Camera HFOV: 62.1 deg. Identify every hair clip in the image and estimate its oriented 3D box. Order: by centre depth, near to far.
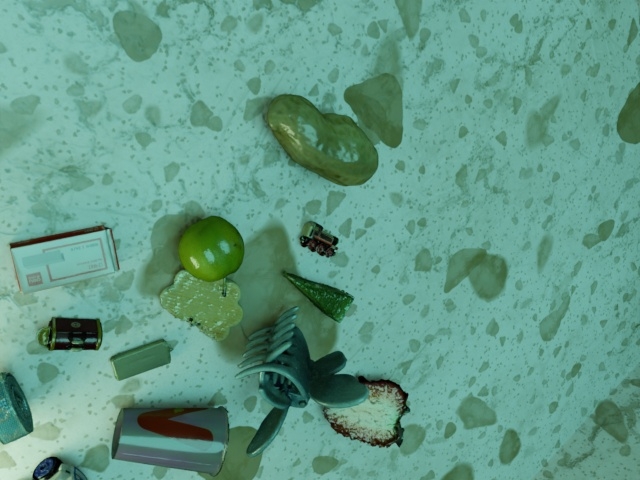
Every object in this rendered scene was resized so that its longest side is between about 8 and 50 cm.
[{"bbox_3d":[-0.090,0.375,1.547,0.392,0.318,0.238,-30,104,11],"label":"hair clip"}]

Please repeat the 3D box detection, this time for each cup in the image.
[{"bbox_3d":[-0.425,0.553,1.500,0.288,0.203,0.203,14,96,-25],"label":"cup"}]

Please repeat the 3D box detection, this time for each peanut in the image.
[{"bbox_3d":[0.013,-0.286,1.520,0.387,0.169,0.192,25,85,-32],"label":"peanut"}]

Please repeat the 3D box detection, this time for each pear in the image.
[{"bbox_3d":[-0.281,0.044,1.432,0.180,0.166,0.216,-27,91,-42],"label":"pear"}]

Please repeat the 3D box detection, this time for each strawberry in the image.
[{"bbox_3d":[0.154,0.592,1.880,0.306,0.138,0.233,18,74,-7],"label":"strawberry"}]

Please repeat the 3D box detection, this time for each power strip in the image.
[{"bbox_3d":[-0.492,0.330,1.482,0.169,0.028,0.076,-16,110,-23],"label":"power strip"}]

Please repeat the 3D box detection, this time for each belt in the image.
[{"bbox_3d":[-0.763,0.407,1.286,0.082,0.147,0.163,-19,84,-21],"label":"belt"}]

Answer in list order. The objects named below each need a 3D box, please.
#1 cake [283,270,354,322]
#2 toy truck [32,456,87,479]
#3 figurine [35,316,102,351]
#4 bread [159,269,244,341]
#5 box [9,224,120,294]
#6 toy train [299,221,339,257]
[{"bbox_3d":[-0.021,0.178,1.664,0.235,0.100,0.099,22,91,-32],"label":"cake"},{"bbox_3d":[-0.709,0.694,1.371,0.213,0.177,0.161,-37,117,-16],"label":"toy truck"},{"bbox_3d":[-0.633,0.250,1.342,0.154,0.098,0.082,7,103,-33],"label":"figurine"},{"bbox_3d":[-0.326,0.172,1.528,0.251,0.039,0.182,41,81,-31],"label":"bread"},{"bbox_3d":[-0.628,0.044,1.315,0.229,0.050,0.123,-13,110,-26],"label":"box"},{"bbox_3d":[0.000,0.000,1.659,0.138,0.050,0.087,26,86,-32],"label":"toy train"}]
